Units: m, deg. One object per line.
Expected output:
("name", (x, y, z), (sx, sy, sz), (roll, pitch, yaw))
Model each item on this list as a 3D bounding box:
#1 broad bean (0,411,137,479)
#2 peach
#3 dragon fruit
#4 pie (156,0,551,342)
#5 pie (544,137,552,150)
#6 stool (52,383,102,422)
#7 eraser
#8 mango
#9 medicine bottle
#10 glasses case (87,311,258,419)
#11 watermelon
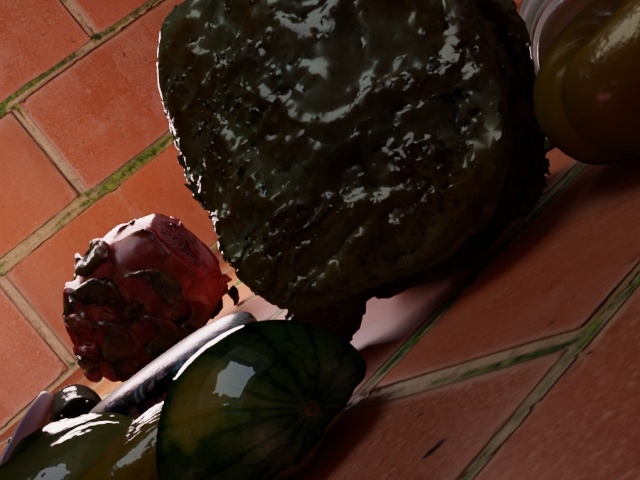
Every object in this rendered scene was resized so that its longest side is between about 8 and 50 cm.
("broad bean", (-0.288, 0.275, 1.468), (0.238, 0.119, 0.291), (-30, 7, -12))
("peach", (0.298, -0.165, 1.174), (0.251, 0.153, 0.251), (-35, 0, 0))
("dragon fruit", (-0.308, 0.108, 2.240), (0.291, 0.250, 0.269), (-52, -3, 17))
("pie", (0.015, -0.136, 1.326), (0.395, 0.418, 0.180), (-36, -20, 22))
("pie", (0.283, -0.133, 1.587), (0.085, 0.017, 0.085), (-38, 5, 4))
("stool", (-0.375, 0.275, 2.054), (0.096, 0.096, 0.110), (-40, 11, -13))
("eraser", (-0.462, 0.368, 1.953), (0.204, 0.059, 0.243), (-59, 8, 32))
("mango", (-0.174, 0.233, 1.261), (0.237, 0.091, 0.137), (-45, 2, -9))
("medicine bottle", (0.302, -0.224, 1.453), (0.170, 0.170, 0.293), (-37, 7, 14))
("glasses case", (-0.208, 0.199, 1.727), (0.327, 0.076, 0.125), (-36, 9, 20))
("watermelon", (-0.064, 0.143, 1.117), (0.204, 0.127, 0.232), (-43, 2, -13))
